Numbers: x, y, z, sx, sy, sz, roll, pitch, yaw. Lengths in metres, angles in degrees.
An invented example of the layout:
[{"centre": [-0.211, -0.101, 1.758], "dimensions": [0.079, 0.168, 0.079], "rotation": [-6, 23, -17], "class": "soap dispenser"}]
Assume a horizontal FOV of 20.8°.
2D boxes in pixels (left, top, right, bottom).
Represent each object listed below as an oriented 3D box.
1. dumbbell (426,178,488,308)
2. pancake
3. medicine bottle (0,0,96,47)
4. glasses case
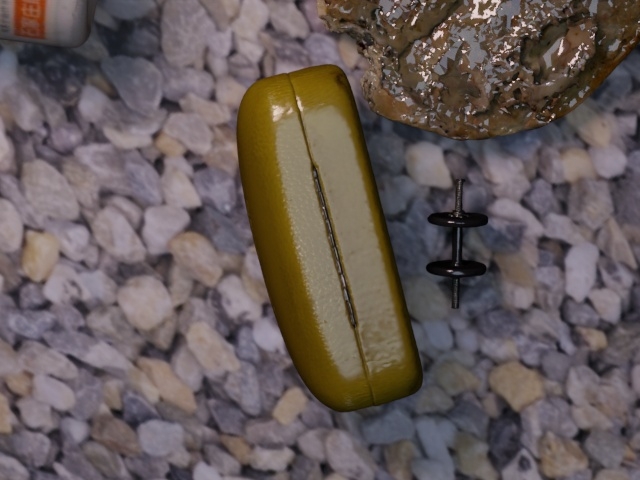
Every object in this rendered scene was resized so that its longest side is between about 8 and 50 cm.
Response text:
[{"centre": [0.153, 0.004, 1.955], "dimensions": [0.069, 0.069, 0.147], "rotation": [1, 98, -3], "class": "dumbbell"}, {"centre": [0.170, -0.293, 1.909], "dimensions": [0.382, 0.071, 0.382], "rotation": [0, 100, -3], "class": "pancake"}, {"centre": [-0.413, -0.323, 1.798], "dimensions": [0.371, 0.211, 0.211], "rotation": [8, 98, -5], "class": "medicine bottle"}, {"centre": [0.000, 0.000, 1.892], "dimensions": [0.141, 0.173, 0.371], "rotation": [-14, 97, -2], "class": "glasses case"}]
